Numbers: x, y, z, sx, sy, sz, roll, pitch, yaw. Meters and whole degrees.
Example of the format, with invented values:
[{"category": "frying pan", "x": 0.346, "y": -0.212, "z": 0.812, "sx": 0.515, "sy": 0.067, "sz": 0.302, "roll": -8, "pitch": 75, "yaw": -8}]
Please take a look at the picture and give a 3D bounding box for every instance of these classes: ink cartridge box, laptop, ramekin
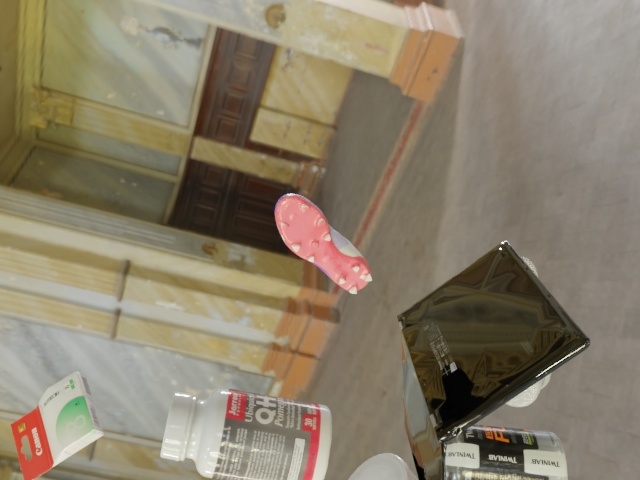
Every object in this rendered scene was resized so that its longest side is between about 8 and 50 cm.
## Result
[{"category": "ink cartridge box", "x": -0.656, "y": 0.453, "z": 1.658, "sx": 0.181, "sy": 0.225, "sz": 0.056, "roll": 56, "pitch": 175, "yaw": 35}, {"category": "laptop", "x": 0.275, "y": 0.267, "z": 1.194, "sx": 0.408, "sy": 0.236, "sz": 0.382, "roll": -38, "pitch": 20, "yaw": 11}, {"category": "ramekin", "x": 0.181, "y": 0.753, "z": 1.921, "sx": 0.273, "sy": 0.127, "sz": 0.273, "roll": -40, "pitch": 23, "yaw": 20}]

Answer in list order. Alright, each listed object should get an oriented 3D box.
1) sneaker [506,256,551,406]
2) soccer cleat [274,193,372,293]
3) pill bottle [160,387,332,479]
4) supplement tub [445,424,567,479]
[{"category": "sneaker", "x": 0.509, "y": 0.232, "z": 1.726, "sx": 0.210, "sy": 0.137, "sz": 0.365, "roll": 22, "pitch": -112, "yaw": -62}, {"category": "soccer cleat", "x": 0.000, "y": 0.000, "z": 1.185, "sx": 0.083, "sy": 0.248, "sz": 0.095, "roll": -42, "pitch": 33, "yaw": 8}, {"category": "pill bottle", "x": -0.148, "y": 0.393, "z": 1.360, "sx": 0.176, "sy": 0.319, "sz": 0.176, "roll": -168, "pitch": 90, "yaw": -82}, {"category": "supplement tub", "x": 0.439, "y": 0.584, "z": 1.753, "sx": 0.207, "sy": 0.338, "sz": 0.207, "roll": 5, "pitch": -90, "yaw": -88}]
